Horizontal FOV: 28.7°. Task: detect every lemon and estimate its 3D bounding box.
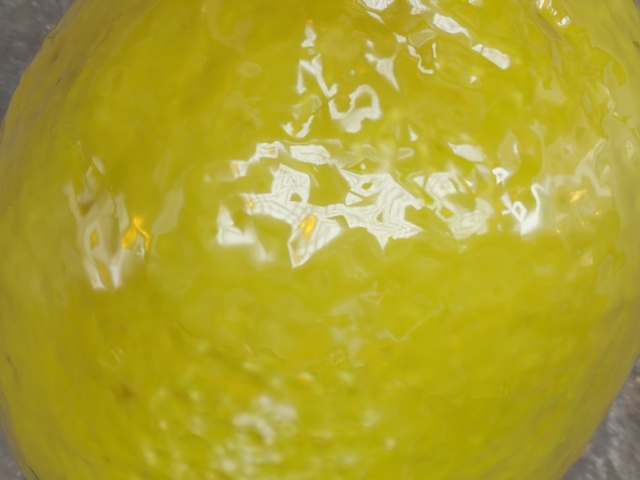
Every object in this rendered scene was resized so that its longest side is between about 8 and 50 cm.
[{"bbox_3d":[-0.002,0.003,0.432,0.236,0.263,0.236,10,72,-33],"label":"lemon"}]
